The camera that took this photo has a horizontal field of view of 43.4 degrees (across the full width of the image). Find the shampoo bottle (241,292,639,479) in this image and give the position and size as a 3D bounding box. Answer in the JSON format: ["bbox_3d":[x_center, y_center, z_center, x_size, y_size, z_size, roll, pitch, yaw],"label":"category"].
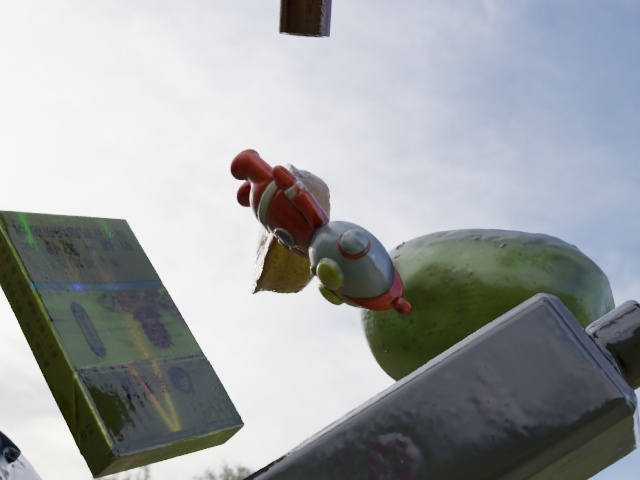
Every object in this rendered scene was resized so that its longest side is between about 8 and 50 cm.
[{"bbox_3d":[0.073,0.113,0.428,0.246,0.080,0.079,-33,-34,3],"label":"shampoo bottle"}]

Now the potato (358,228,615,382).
[{"bbox_3d":[0.189,0.088,0.956,0.305,0.215,0.216,-10,-40,29],"label":"potato"}]

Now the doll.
[{"bbox_3d":[0.000,0.000,0.841,0.245,0.076,0.142,43,-19,22],"label":"doll"}]

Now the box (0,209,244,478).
[{"bbox_3d":[-0.143,0.062,0.553,0.030,0.193,0.121,-46,-24,24],"label":"box"}]

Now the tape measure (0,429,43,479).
[{"bbox_3d":[-0.240,0.239,0.612,0.351,0.098,0.215,53,-12,-17],"label":"tape measure"}]

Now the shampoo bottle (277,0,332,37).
[{"bbox_3d":[-0.023,-0.510,1.484,0.102,0.260,0.064,0,11,-17],"label":"shampoo bottle"}]

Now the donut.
[{"bbox_3d":[-0.038,-0.010,1.070,0.075,0.190,0.174,14,-73,-9],"label":"donut"}]
